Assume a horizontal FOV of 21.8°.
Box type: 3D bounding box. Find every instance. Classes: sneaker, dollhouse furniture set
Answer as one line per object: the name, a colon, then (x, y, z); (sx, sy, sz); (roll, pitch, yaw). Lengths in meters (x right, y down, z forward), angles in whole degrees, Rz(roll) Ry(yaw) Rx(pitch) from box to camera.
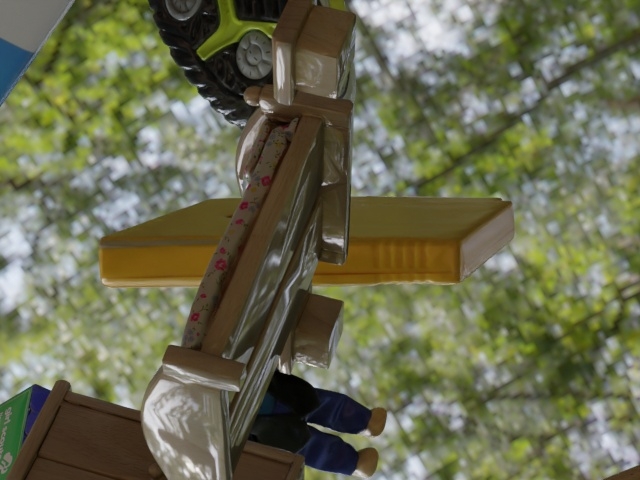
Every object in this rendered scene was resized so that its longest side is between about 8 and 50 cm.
sneaker: (-0.053, -0.228, 1.204); (0.145, 0.147, 0.384); (-42, -123, 29)
dollhouse furniture set: (-0.108, 0.077, 0.906); (0.174, 0.355, 0.303); (14, -129, 10)

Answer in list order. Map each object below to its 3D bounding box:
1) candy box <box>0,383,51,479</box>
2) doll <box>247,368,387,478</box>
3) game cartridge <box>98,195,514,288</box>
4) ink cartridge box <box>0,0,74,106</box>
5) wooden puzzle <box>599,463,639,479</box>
candy box: (-0.290, 0.294, 1.751); (0.317, 0.268, 0.122); (-32, -137, 37)
doll: (-0.029, 0.147, 1.448); (0.046, 0.189, 0.129); (-7, -114, 53)
game cartridge: (0.000, 0.000, 1.526); (0.324, 0.052, 0.285); (1, -171, 17)
ink cartridge box: (-0.212, -0.283, 0.878); (0.395, 0.285, 0.166); (-49, -153, 24)
wooden puzzle: (0.241, 0.312, 1.126); (0.322, 0.080, 0.348); (-19, -142, -17)
